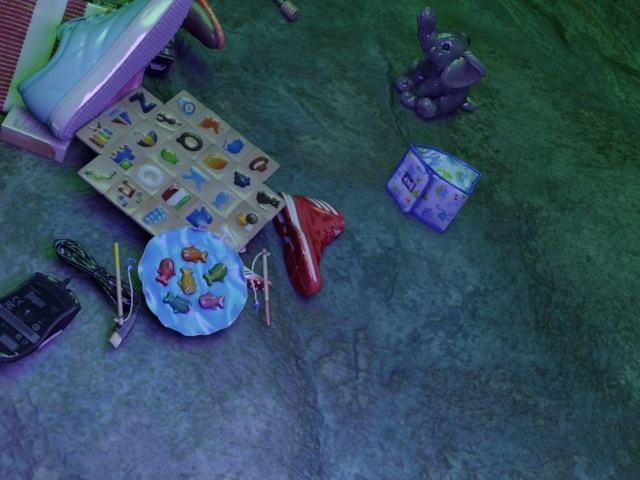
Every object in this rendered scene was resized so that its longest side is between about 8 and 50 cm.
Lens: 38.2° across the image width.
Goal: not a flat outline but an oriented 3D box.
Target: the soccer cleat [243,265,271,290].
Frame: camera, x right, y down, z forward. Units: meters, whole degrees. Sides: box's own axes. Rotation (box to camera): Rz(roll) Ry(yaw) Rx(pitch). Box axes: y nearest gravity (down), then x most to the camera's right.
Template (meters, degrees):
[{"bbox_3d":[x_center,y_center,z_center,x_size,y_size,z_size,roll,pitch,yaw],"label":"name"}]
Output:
[{"bbox_3d":[-0.124,0.061,1.585,0.083,0.029,0.035,13,53,-9],"label":"soccer cleat"}]

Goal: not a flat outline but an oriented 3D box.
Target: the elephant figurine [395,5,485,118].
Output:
[{"bbox_3d":[0.277,-0.389,1.999,0.169,0.239,0.186,44,48,13],"label":"elephant figurine"}]

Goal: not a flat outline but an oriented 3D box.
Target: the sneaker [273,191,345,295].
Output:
[{"bbox_3d":[0.000,0.000,1.656,0.128,0.087,0.221,-1,55,-24],"label":"sneaker"}]

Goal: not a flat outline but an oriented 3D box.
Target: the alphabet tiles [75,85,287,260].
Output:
[{"bbox_3d":[-0.237,-0.122,1.600,0.342,0.011,0.285,39,51,4],"label":"alphabet tiles"}]

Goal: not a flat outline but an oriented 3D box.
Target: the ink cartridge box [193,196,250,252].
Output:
[{"bbox_3d":[-0.190,-0.067,1.637,0.104,0.060,0.180,-2,54,-26],"label":"ink cartridge box"}]

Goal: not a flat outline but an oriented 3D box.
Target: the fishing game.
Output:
[{"bbox_3d":[-0.198,0.058,1.475,0.264,0.041,0.189,7,66,-25],"label":"fishing game"}]

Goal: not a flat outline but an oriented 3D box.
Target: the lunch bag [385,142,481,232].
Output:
[{"bbox_3d":[0.216,-0.109,1.817,0.151,0.129,0.096,34,46,3],"label":"lunch bag"}]

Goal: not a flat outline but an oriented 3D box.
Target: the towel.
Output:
[{"bbox_3d":[-0.483,-0.324,1.648,0.329,0.037,0.237,17,86,-11],"label":"towel"}]

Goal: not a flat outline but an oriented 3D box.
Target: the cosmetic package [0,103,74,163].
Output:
[{"bbox_3d":[-0.490,-0.185,1.607,0.115,0.041,0.060,22,48,-7],"label":"cosmetic package"}]

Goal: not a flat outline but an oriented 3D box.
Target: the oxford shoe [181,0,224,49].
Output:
[{"bbox_3d":[-0.299,-0.459,1.822,0.271,0.097,0.098,44,64,13],"label":"oxford shoe"}]

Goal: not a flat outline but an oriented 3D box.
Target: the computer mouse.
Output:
[{"bbox_3d":[-0.392,0.124,1.393,0.184,0.060,0.262,36,42,-2],"label":"computer mouse"}]

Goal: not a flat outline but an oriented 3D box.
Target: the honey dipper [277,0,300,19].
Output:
[{"bbox_3d":[-0.107,-0.564,2.110,0.030,0.030,0.160,-26,65,-38],"label":"honey dipper"}]

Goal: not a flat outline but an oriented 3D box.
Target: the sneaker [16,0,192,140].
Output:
[{"bbox_3d":[-0.373,-0.350,1.587,0.150,0.135,0.366,40,76,1],"label":"sneaker"}]

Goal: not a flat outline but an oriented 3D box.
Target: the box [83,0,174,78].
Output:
[{"bbox_3d":[-0.425,-0.442,1.822,0.270,0.060,0.216,11,48,-24],"label":"box"}]
